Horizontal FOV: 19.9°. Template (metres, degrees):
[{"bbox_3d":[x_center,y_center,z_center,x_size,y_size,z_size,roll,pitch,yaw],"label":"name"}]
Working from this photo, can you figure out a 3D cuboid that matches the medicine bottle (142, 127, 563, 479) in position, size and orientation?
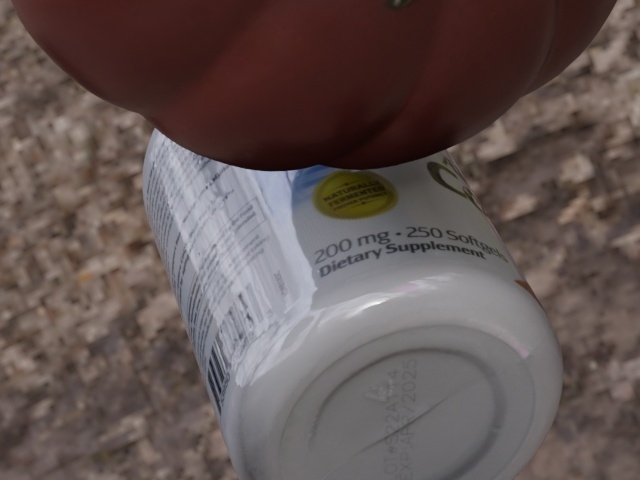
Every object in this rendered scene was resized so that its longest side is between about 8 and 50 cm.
[{"bbox_3d":[0.000,0.000,0.908,0.157,0.157,0.288,-23,40,-1],"label":"medicine bottle"}]

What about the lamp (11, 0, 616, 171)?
[{"bbox_3d":[-0.005,-0.176,0.734,0.303,0.303,0.257,-33,7,-27],"label":"lamp"}]
